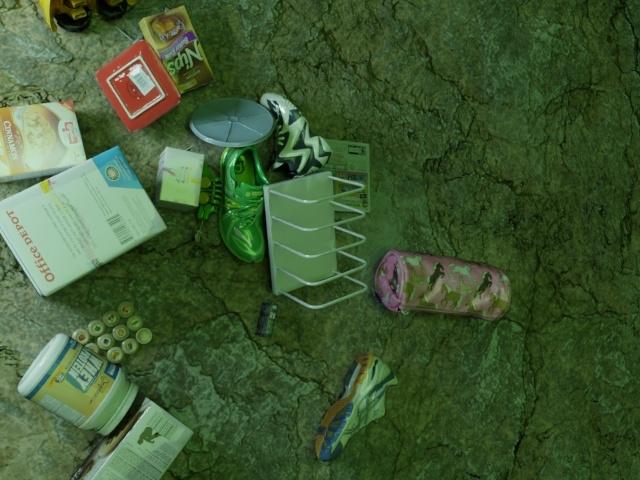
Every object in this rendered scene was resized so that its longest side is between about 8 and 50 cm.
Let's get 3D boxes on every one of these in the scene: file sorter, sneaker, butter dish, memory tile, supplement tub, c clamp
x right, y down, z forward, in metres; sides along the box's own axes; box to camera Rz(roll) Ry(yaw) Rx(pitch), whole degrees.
[{"bbox_3d":[0.000,0.000,1.494,0.193,0.173,0.277,-17,115,-33],"label":"file sorter"},{"bbox_3d":[-0.100,-0.247,1.572,0.153,0.094,0.235,-44,97,-15],"label":"sneaker"},{"bbox_3d":[-0.396,-0.353,1.433,0.160,0.118,0.160,-28,99,19],"label":"butter dish"},{"bbox_3d":[-0.460,0.214,1.395,0.148,0.012,0.113,-35,100,-25],"label":"memory tile"},{"bbox_3d":[-0.496,0.299,1.295,0.200,0.144,0.144,38,70,-18],"label":"supplement tub"},{"bbox_3d":[-0.382,-0.505,1.499,0.137,0.022,0.160,47,68,-15],"label":"c clamp"},{"bbox_3d":[-0.183,-0.092,1.500,0.110,0.124,0.295,-7,89,-27],"label":"sneaker"},{"bbox_3d":[0.102,0.439,1.594,0.131,0.112,0.296,39,71,-18],"label":"sneaker"}]

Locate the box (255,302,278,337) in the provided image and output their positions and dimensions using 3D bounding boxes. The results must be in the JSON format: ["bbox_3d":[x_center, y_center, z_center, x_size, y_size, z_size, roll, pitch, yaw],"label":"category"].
[{"bbox_3d":[-0.131,0.193,1.528,0.018,0.067,0.083,17,77,-24],"label":"box"}]

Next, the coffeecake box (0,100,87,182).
[{"bbox_3d":[-0.609,-0.210,1.333,0.186,0.068,0.142,-14,90,-27],"label":"coffeecake box"}]

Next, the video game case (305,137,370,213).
[{"bbox_3d":[0.037,-0.173,1.672,0.213,0.023,0.193,2,84,-27],"label":"video game case"}]

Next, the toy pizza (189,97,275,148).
[{"bbox_3d":[-0.210,-0.277,1.502,0.202,0.032,0.201,4,44,-4],"label":"toy pizza"}]

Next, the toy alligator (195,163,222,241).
[{"bbox_3d":[-0.262,-0.087,1.488,0.052,0.056,0.189,3,81,4],"label":"toy alligator"}]

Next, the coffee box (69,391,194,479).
[{"bbox_3d":[-0.416,0.479,1.305,0.119,0.168,0.297,42,70,-16],"label":"coffee box"}]

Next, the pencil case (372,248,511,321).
[{"bbox_3d":[0.340,0.128,1.717,0.387,0.160,0.167,8,106,-26],"label":"pencil case"}]

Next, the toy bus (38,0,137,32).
[{"bbox_3d":[-0.537,-0.594,1.380,0.220,0.149,0.211,-31,83,-28],"label":"toy bus"}]

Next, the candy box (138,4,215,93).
[{"bbox_3d":[-0.338,-0.445,1.485,0.109,0.053,0.186,-30,108,-26],"label":"candy box"}]

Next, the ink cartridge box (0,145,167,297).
[{"bbox_3d":[-0.502,-0.033,1.296,0.270,0.197,0.198,-33,100,-25],"label":"ink cartridge box"}]

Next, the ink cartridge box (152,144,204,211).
[{"bbox_3d":[-0.328,-0.148,1.452,0.090,0.092,0.143,9,80,-24],"label":"ink cartridge box"}]
